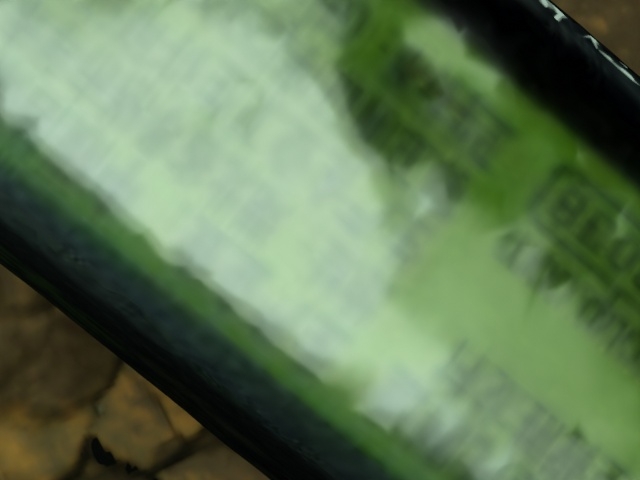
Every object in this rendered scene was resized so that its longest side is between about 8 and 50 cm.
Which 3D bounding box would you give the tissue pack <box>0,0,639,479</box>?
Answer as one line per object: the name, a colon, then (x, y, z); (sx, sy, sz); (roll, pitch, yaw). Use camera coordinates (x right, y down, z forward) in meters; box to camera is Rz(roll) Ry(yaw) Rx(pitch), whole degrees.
tissue pack: (0.000, 0.000, 0.454); (0.394, 0.288, 0.124); (39, 83, -6)
